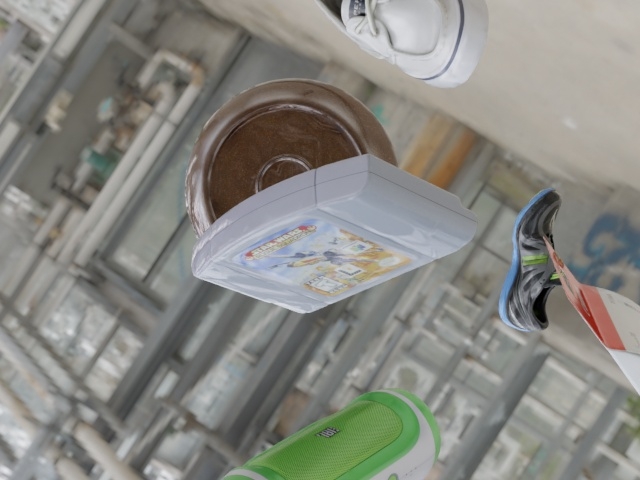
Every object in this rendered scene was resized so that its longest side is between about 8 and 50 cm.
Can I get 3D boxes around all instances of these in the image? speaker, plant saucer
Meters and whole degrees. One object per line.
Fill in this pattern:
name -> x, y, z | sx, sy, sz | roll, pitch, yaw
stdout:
speaker -> 0.008, 0.265, 1.323 | 0.131, 0.131, 0.296 | 32, -146, 29
plant saucer -> -0.044, -0.075, 1.664 | 0.310, 0.311, 0.050 | 33, -176, 6

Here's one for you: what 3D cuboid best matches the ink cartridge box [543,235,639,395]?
ink cartridge box -> 0.353, 0.102, 1.368 | 0.232, 0.066, 0.189 | 56, -167, -16

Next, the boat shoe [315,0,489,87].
boat shoe -> 0.063, -0.210, 1.082 | 0.088, 0.096, 0.267 | 8, -157, -23

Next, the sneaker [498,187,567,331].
sneaker -> 0.277, 0.025, 1.485 | 0.078, 0.188, 0.067 | 20, -161, 37

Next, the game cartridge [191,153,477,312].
game cartridge -> 0.000, 0.000, 1.328 | 0.198, 0.062, 0.297 | 17, 149, -39
